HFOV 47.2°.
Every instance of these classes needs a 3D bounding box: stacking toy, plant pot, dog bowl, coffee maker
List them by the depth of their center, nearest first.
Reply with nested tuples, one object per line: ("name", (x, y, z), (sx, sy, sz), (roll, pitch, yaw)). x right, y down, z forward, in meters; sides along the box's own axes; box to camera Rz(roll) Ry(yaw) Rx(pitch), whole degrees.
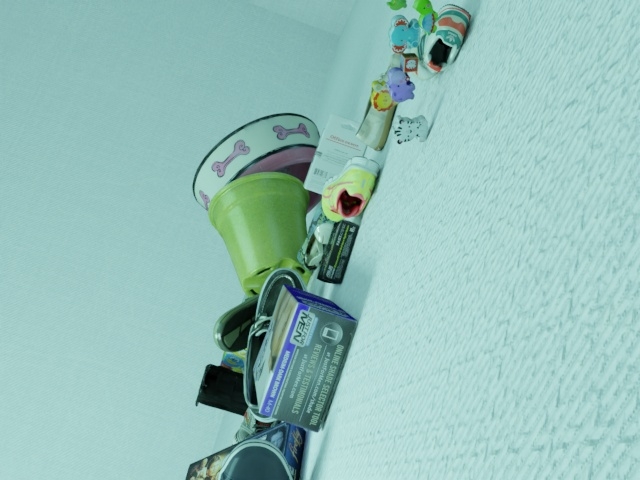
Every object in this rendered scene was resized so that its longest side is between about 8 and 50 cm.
("stacking toy", (0.118, -0.270, 1.087), (0.167, 0.052, 0.221), (-108, 17, -56))
("plant pot", (-0.136, 0.006, 1.906), (0.276, 0.276, 0.253), (116, 147, -47))
("coffee maker", (-0.228, 0.401, 1.920), (0.171, 0.178, 0.120), (131, 155, -79))
("dog bowl", (-0.148, -0.166, 2.091), (0.150, 0.408, 0.408), (58, 146, 24))

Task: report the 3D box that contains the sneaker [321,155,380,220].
("sneaker", (0.047, -0.078, 1.421), (0.208, 0.082, 0.094), (122, 162, -62))

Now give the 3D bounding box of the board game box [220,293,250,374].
("board game box", (-0.174, 0.265, 2.005), (0.275, 0.142, 0.144), (116, 170, -48))

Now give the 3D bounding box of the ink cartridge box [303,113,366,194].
("ink cartridge box", (0.039, -0.189, 1.675), (0.060, 0.104, 0.180), (-108, 38, -81))

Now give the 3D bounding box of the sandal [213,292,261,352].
("sandal", (-0.145, 0.170, 1.669), (0.303, 0.086, 0.120), (-11, -82, -52))

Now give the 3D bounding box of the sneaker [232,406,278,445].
("sneaker", (-0.132, 0.388, 1.570), (0.225, 0.088, 0.092), (-93, 24, -72))

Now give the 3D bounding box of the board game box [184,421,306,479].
("board game box", (-0.139, 0.412, 1.223), (0.243, 0.042, 0.165), (-30, 27, 24))

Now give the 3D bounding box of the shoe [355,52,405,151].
("shoe", (0.122, -0.284, 1.453), (0.076, 0.058, 0.219), (129, 159, -71))

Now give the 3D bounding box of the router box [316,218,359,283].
("router box", (0.033, 0.023, 1.429), (0.092, 0.038, 0.122), (156, 132, -82))

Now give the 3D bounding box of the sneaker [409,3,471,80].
("sneaker", (0.165, -0.274, 1.084), (0.161, 0.057, 0.075), (130, 164, -64))

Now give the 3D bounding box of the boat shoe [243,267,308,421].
("boat shoe", (-0.088, 0.203, 1.522), (0.119, 0.121, 0.335), (73, -161, -64))

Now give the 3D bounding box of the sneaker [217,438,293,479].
("sneaker", (-0.103, 0.451, 1.032), (0.127, 0.126, 0.320), (137, 140, -85))

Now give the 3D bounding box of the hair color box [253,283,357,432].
("hair color box", (-0.038, 0.189, 1.278), (0.339, 0.110, 0.185), (-171, 100, -82))

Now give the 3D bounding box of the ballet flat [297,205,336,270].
("ballet flat", (0.000, 0.000, 1.723), (0.070, 0.070, 0.188), (-79, 9, -49))
